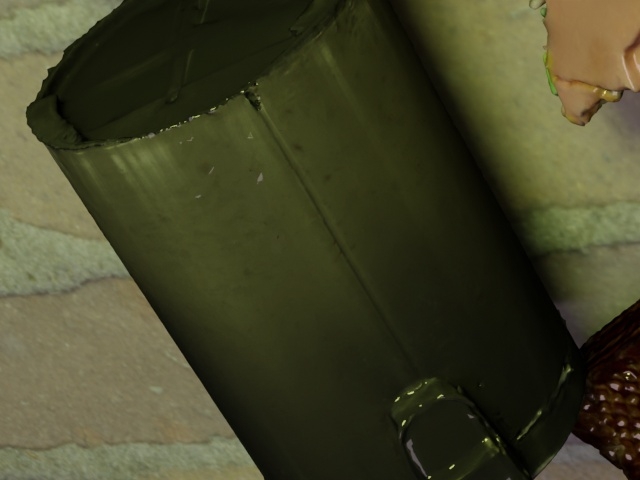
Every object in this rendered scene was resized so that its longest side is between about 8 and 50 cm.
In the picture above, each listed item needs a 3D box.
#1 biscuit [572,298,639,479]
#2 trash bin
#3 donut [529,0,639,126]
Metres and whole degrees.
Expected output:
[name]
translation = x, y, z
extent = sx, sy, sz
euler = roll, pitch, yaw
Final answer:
[biscuit]
translation = 0.274, 0.023, 0.855
extent = 0.107, 0.073, 0.388
euler = 39, 137, -3
[trash bin]
translation = 0.000, 0.000, 0.892
extent = 0.203, 0.252, 0.301
euler = -31, 117, 0
[donut]
translation = 0.202, -0.091, 0.729
extent = 0.233, 0.085, 0.199
euler = 49, 150, 29
